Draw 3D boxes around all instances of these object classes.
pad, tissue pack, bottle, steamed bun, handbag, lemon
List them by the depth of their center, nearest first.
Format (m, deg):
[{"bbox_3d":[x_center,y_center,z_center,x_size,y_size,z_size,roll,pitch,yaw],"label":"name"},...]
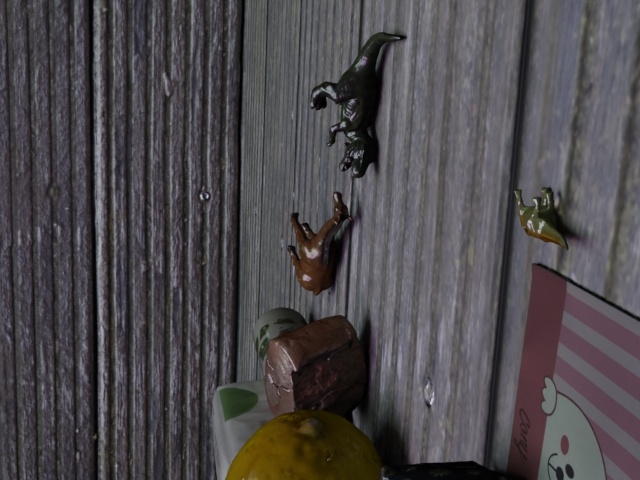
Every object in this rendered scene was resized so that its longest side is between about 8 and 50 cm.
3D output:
[{"bbox_3d":[0.188,0.186,0.534,0.202,0.005,0.299,-129,41,-71],"label":"pad"},{"bbox_3d":[0.126,0.225,0.581,0.139,0.115,0.072,-16,69,61],"label":"handbag"},{"bbox_3d":[-0.018,0.353,0.941,0.236,0.236,0.263,-114,0,-60],"label":"lemon"},{"bbox_3d":[-0.002,0.202,1.060,0.106,0.145,0.175,44,142,52],"label":"steamed bun"},{"bbox_3d":[-0.089,0.435,1.304,0.356,0.194,0.266,-136,41,-74],"label":"tissue pack"},{"bbox_3d":[-0.057,0.225,1.353,0.253,0.120,0.120,-122,35,-68],"label":"bottle"}]

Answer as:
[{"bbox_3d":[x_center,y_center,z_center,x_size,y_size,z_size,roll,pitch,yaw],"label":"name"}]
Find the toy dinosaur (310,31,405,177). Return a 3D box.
[{"bbox_3d":[0.078,-0.188,1.002,0.179,0.087,0.187,-2,106,41],"label":"toy dinosaur"}]

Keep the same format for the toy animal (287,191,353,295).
[{"bbox_3d":[0.000,0.000,1.220,0.229,0.066,0.224,-132,39,-62],"label":"toy animal"}]

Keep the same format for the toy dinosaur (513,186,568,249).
[{"bbox_3d":[0.172,-0.018,0.555,0.113,0.026,0.041,-112,17,-80],"label":"toy dinosaur"}]

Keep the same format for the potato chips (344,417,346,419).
[{"bbox_3d":[0.035,0.331,1.159,0.092,0.028,0.207,106,161,-54],"label":"potato chips"}]
